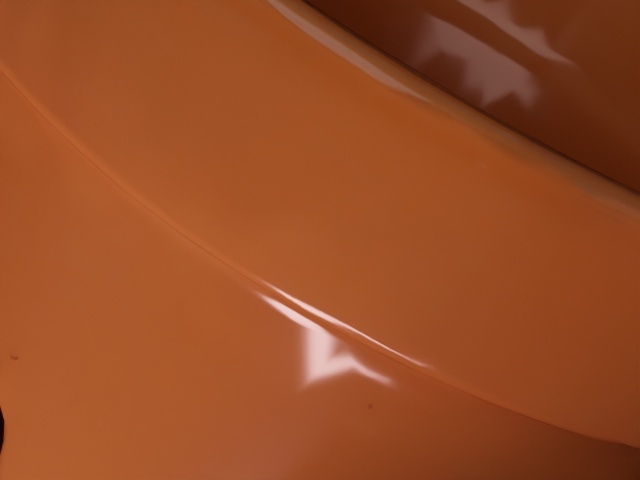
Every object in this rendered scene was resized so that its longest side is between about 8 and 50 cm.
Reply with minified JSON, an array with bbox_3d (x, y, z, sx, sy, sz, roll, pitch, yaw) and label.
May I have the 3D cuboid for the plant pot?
[{"bbox_3d":[0.000,0.000,0.511,0.291,0.291,0.203,38,113,17],"label":"plant pot"}]
